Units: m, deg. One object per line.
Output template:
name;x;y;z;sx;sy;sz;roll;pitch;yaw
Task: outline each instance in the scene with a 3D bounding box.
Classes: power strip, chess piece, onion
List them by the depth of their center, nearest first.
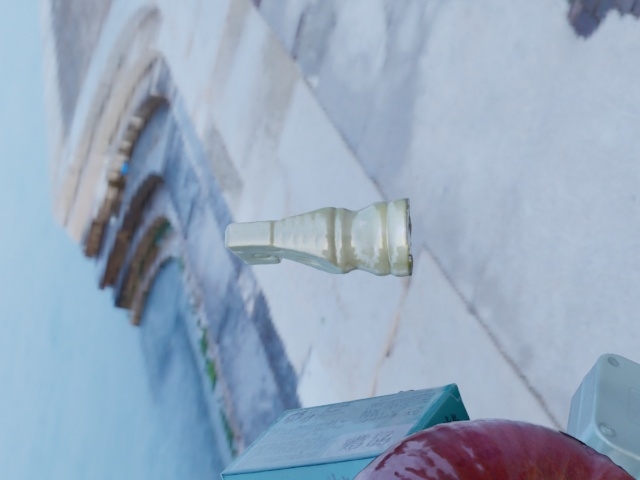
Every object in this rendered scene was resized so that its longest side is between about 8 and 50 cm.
onion;0.159;0.339;1.070;0.285;0.348;0.347;101;171;-58
power strip;0.381;0.241;1.249;0.261;0.229;0.141;-62;-3;-55
chess piece;0.000;0.000;1.308;0.090;0.200;0.090;-2;-90;-84

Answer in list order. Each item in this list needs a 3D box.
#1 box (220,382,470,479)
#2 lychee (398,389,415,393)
box;0.034;0.244;1.307;0.245;0.153;0.092;-15;104;36
lychee;0.134;0.379;1.812;0.264;0.264;0.300;153;117;-67
